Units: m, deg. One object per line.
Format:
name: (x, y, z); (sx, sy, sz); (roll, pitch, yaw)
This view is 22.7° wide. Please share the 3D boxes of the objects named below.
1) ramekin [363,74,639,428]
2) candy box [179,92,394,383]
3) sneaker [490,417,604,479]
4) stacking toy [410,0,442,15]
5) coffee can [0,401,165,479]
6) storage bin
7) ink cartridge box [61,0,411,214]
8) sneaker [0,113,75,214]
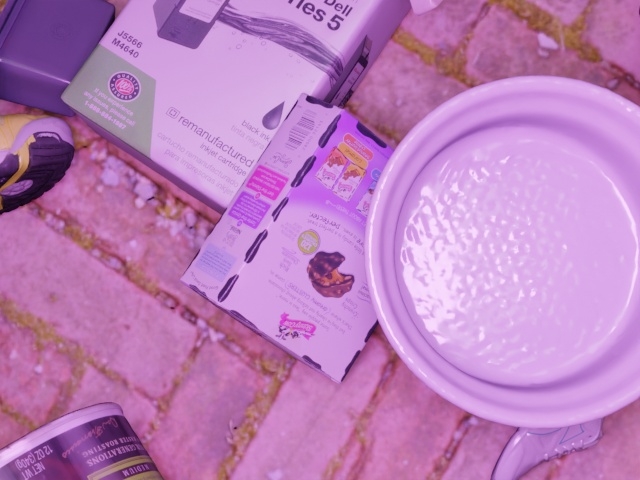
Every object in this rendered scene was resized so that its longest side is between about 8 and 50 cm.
ramekin: (0.169, 0.011, 1.305); (0.277, 0.135, 0.277); (0, 87, -3)
candy box: (0.000, 0.000, 1.382); (0.070, 0.165, 0.196); (27, 82, 51)
sneaker: (0.209, 0.164, 1.381); (0.061, 0.053, 0.152); (42, 87, 10)
stacking toy: (0.051, -0.339, 1.428); (0.130, 0.309, 0.279); (-21, 104, 44)
coffee can: (-0.182, 0.304, 1.330); (0.201, 0.201, 0.275); (-35, 77, 0)
storage bin: (-0.253, -0.177, 1.487); (0.091, 0.098, 0.135); (20, 58, 1)
ink cartridge box: (-0.071, -0.176, 1.451); (0.198, 0.115, 0.273); (33, 85, 12)
sneaker: (-0.420, -0.080, 1.467); (0.385, 0.145, 0.147); (-10, 76, 3)
